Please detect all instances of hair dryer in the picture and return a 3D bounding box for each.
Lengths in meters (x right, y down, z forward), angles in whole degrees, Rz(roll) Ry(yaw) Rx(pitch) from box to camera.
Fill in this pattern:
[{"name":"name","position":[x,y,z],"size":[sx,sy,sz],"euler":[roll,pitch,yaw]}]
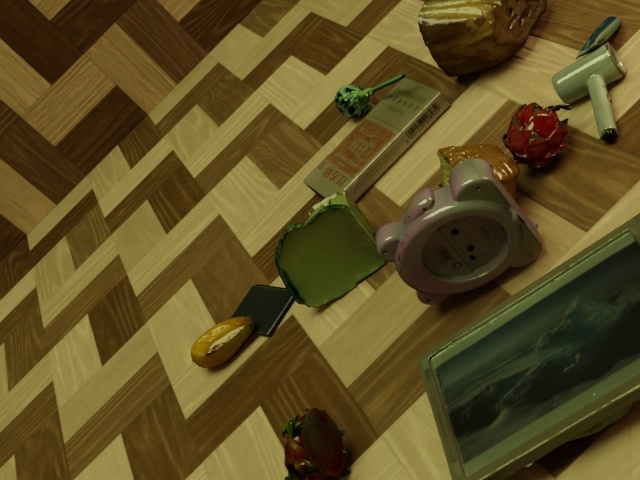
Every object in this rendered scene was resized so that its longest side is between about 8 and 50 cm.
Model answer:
[{"name":"hair dryer","position":[0.529,-0.264,1.819],"size":[0.131,0.073,0.236],"euler":[-29,42,29]}]

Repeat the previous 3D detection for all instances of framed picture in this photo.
[{"name":"framed picture","position":[0.359,0.166,1.437],"size":[0.446,0.028,0.326],"euler":[-36,28,14]}]

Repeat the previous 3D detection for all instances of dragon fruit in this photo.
[{"name":"dragon fruit","position":[0.417,-0.204,1.823],"size":[0.121,0.130,0.142],"euler":[102,165,-46]},{"name":"dragon fruit","position":[-0.014,0.368,1.623],"size":[0.138,0.142,0.175],"euler":[-49,-6,-49]}]

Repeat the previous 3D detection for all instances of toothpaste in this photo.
[{"name":"toothpaste","position":[0.570,-0.416,1.918],"size":[0.057,0.034,0.197],"euler":[-33,6,46]}]

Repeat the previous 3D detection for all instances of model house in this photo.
[{"name":"model house","position":[0.000,0.000,2.030],"size":[0.214,0.195,0.189],"euler":[-36,23,12]}]

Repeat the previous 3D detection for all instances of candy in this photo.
[{"name":"candy","position":[0.132,-0.371,2.374],"size":[0.305,0.091,0.083],"euler":[-11,52,61]}]

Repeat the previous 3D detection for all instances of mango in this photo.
[{"name":"mango","position":[-0.220,0.227,2.134],"size":[0.187,0.066,0.101],"euler":[-37,28,15]}]

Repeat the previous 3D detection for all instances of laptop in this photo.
[{"name":"laptop","position":[-0.134,0.157,2.166],"size":[0.180,0.016,0.129],"euler":[3,54,54]}]

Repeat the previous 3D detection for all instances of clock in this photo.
[{"name":"clock","position":[0.240,-0.003,1.671],"size":[0.248,0.227,0.090],"euler":[-32,32,20]}]

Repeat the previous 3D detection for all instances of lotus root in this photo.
[{"name":"lotus root","position":[0.355,-0.547,2.169],"size":[0.250,0.316,0.316],"euler":[-1,51,41]}]

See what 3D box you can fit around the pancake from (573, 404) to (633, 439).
[{"name":"pancake","position":[0.376,0.204,1.432],"size":[0.254,0.037,0.253],"euler":[-34,28,21]}]

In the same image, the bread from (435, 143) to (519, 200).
[{"name":"bread","position":[0.301,-0.106,1.798],"size":[0.140,0.143,0.229],"euler":[-5,22,-3]}]

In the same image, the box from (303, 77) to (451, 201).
[{"name":"box","position":[0.130,-0.234,2.283],"size":[0.365,0.051,0.204],"euler":[-46,29,-1]}]
